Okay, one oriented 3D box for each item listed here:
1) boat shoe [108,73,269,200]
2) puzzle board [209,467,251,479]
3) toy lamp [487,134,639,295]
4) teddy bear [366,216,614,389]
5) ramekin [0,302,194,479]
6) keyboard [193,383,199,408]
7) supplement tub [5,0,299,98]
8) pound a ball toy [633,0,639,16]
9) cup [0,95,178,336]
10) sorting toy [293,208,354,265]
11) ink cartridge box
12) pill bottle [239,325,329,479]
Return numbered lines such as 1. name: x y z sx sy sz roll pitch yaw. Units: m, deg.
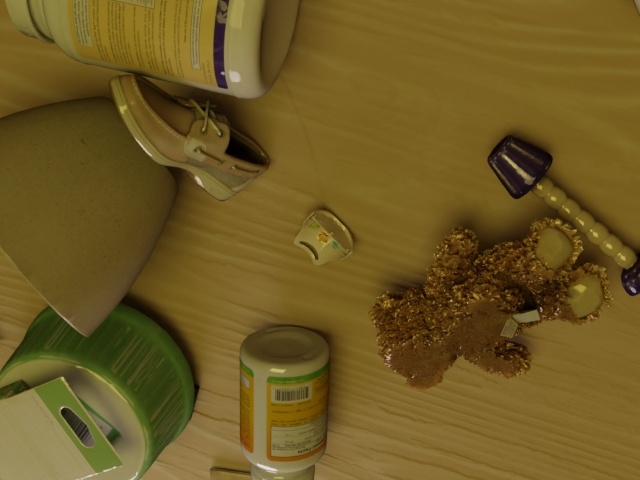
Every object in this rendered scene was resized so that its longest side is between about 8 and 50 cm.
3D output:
1. boat shoe: -0.171 -0.150 1.364 0.098 0.302 0.109 -28 59 15
2. puzzle board: -0.124 0.433 1.706 0.128 0.011 0.096 5 113 12
3. toy lamp: 0.344 -0.039 1.372 0.274 0.080 0.080 39 115 -6
4. teddy bear: 0.234 0.084 1.415 0.245 0.113 0.338 31 127 -18
5. ramekin: -0.366 0.255 1.596 0.303 0.148 0.303 7 118 13
6. keyboard: -0.287 0.226 1.658 0.180 0.023 0.108 19 121 5
7. supplement tub: -0.208 -0.329 1.300 0.331 0.241 0.241 14 114 8
8. pound a ball toy: 0.351 -0.411 1.150 0.135 0.208 0.319 -23 105 20
9. cup: -0.343 -0.067 1.422 0.237 0.331 0.331 -41 99 -8
10. sorting toy: 0.000 0.000 1.491 0.083 0.045 0.075 46 121 -7
11. ink cartridge box: -0.414 0.288 1.508 0.235 0.056 0.171 -24 108 24
12. pill bottle: -0.057 0.269 1.556 0.136 0.136 0.246 6 113 11
